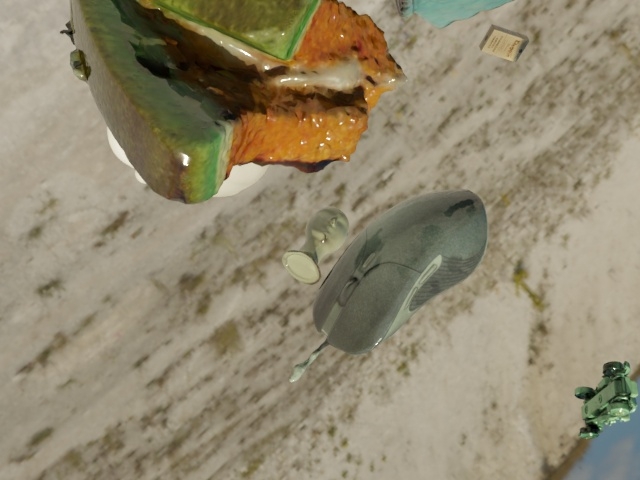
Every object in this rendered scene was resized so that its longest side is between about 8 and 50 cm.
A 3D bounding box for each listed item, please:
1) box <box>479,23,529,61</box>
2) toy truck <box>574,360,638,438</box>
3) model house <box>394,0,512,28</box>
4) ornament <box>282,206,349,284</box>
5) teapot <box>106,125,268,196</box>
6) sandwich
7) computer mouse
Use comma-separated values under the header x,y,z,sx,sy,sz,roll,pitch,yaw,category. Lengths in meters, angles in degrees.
x,y,z,sx,sy,sz,roll,pitch,yaw,category
0.360,-0.386,1.657,0.083,0.024,0.053,12,132,-22,box
0.442,0.243,1.268,0.154,0.078,0.080,102,-7,-60,toy truck
0.137,-0.385,0.802,0.230,0.281,0.248,-15,170,27,model house
0.000,0.000,1.417,0.156,0.074,0.081,-53,177,-48,ornament
-0.181,-0.145,1.192,0.299,0.208,0.166,2,115,-61,teapot
-0.048,-0.163,0.724,0.301,0.250,0.162,-2,147,-35,sandwich
0.081,0.056,1.200,0.379,0.167,0.090,-46,133,-5,computer mouse
